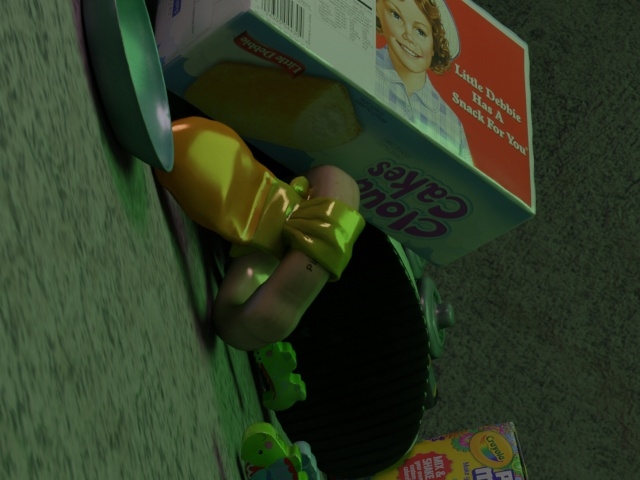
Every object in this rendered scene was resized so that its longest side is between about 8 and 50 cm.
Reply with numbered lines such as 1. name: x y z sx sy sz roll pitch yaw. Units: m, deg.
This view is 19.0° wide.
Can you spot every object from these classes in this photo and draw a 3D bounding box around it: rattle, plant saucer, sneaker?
1. rattle: -0.065 -0.012 1.171 0.199 0.142 0.130 -139 -113 -72
2. plant saucer: -0.099 -0.091 0.973 0.119 0.021 0.119 -12 90 -87
3. sneaker: 0.000 0.000 1.358 0.146 0.122 0.331 -75 151 -82

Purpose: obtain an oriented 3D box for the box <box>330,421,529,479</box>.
1. box: 0.127 0.362 1.649 0.290 0.177 0.279 -95 171 -60

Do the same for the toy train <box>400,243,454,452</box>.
1. toy train: 0.026 0.033 1.647 0.190 0.142 0.334 -75 157 -55

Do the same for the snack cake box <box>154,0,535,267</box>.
1. snack cake box: 0.021 -0.115 1.220 0.264 0.089 0.152 33 42 -34

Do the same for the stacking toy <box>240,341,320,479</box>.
1. stacking toy: -0.015 0.179 1.169 0.167 0.052 0.221 -96 171 -72
